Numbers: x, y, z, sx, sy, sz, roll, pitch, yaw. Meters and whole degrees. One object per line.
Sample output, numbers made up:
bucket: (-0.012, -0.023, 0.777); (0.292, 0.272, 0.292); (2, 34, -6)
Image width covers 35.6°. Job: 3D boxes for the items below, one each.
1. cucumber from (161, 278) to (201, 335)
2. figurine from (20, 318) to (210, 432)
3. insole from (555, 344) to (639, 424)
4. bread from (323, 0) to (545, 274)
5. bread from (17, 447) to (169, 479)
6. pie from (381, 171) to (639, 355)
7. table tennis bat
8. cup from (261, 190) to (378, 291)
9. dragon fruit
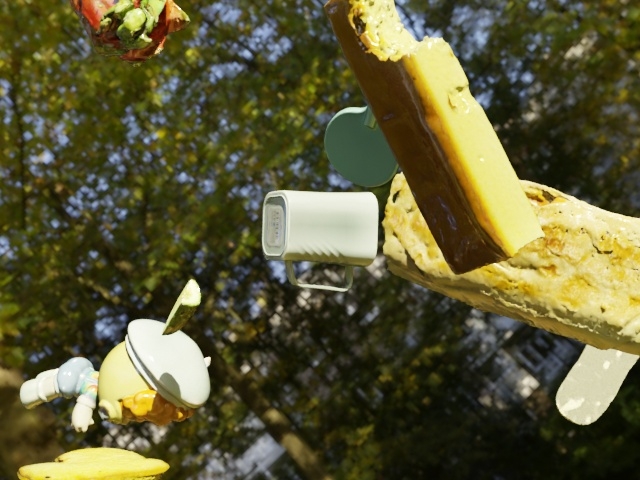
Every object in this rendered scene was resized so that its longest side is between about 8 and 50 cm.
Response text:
cucumber: (-0.235, 0.124, 1.686); (0.107, 0.035, 0.067); (-55, 16, 38)
figurine: (-0.408, 0.266, 1.925); (0.382, 0.205, 0.224); (-10, 7, 6)
insole: (0.387, 0.129, 1.296); (0.247, 0.081, 0.011); (-55, -5, -9)
bread: (0.079, -0.088, 0.719); (0.049, 0.226, 0.088); (-26, 0, -20)
bread: (-0.299, 0.308, 1.280); (0.188, 0.149, 0.065); (0, -84, -35)
pie: (0.192, 0.014, 0.888); (0.068, 0.283, 0.128); (-8, -68, -63)
table tennis bat: (0.083, -0.193, 1.734); (0.038, 0.149, 0.237); (-45, -21, -44)
cup: (0.000, 0.000, 1.254); (0.130, 0.128, 0.095); (2, 0, -25)
dragon fruit: (-0.328, -0.415, 1.729); (0.198, 0.200, 0.269); (3, -1, -21)
